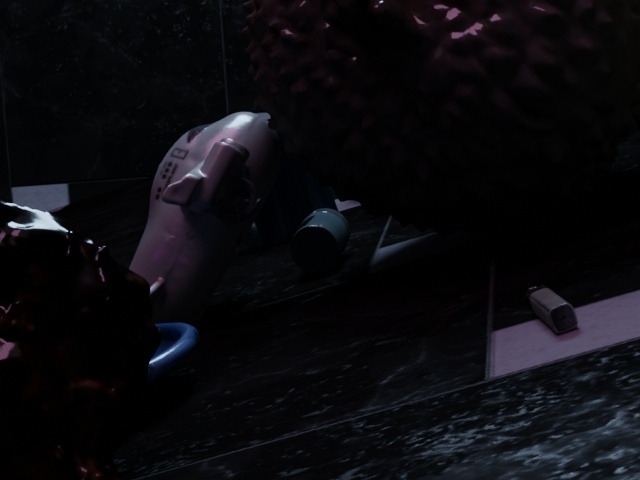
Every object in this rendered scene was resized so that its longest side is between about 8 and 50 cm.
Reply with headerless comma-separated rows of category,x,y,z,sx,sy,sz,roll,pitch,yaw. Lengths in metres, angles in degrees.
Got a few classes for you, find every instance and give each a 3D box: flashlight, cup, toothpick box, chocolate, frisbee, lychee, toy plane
flashlight,0.158,0.046,1.091,0.018,0.018,0.083,-20,8,-1
cup,-0.066,-0.071,1.910,0.150,0.138,0.113,-14,9,26
toothpick box,0.000,0.000,1.612,0.052,0.052,0.083,-16,10,12
chocolate,-0.206,0.107,0.993,0.224,0.206,0.177,-14,40,-4
frisbee,-0.208,0.124,1.270,0.242,0.045,0.242,-18,8,3
lychee,0.126,-0.184,1.495,0.380,0.380,0.432,-14,-12,24
toy plane,-0.123,-0.015,1.513,0.252,0.118,0.252,-59,-4,-7

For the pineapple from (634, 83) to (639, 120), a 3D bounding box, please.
pineapple,0.444,-0.193,1.684,0.130,0.119,0.277,-31,15,-31
